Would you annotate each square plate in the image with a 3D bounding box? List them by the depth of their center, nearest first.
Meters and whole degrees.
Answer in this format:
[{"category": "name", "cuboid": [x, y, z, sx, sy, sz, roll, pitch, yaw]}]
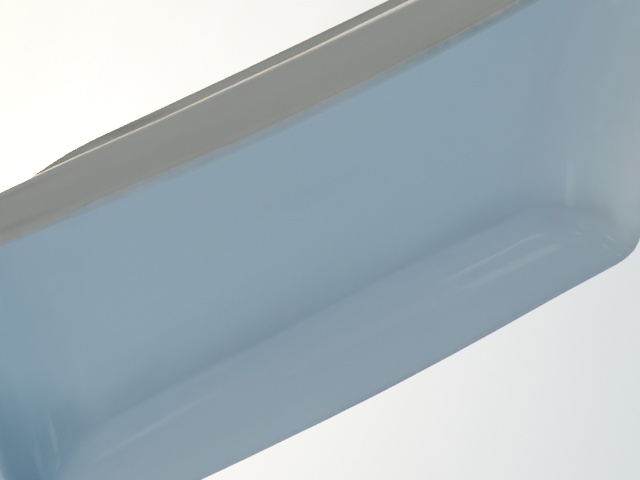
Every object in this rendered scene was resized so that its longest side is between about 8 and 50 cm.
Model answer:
[{"category": "square plate", "cuboid": [0.000, 0.000, 0.806, 0.049, 0.347, 0.344, 59, -11, 21]}]
